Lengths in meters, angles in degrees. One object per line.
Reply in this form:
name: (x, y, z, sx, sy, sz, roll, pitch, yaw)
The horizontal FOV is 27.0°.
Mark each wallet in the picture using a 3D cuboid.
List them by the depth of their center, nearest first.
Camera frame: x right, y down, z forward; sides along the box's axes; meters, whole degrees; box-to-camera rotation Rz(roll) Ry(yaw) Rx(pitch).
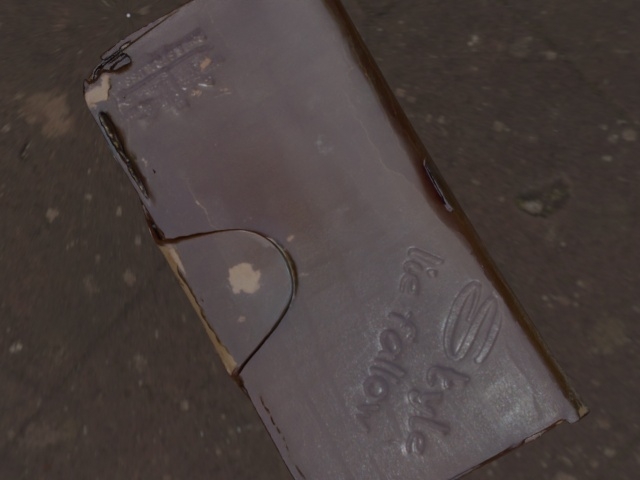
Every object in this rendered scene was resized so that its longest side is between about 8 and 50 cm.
wallet: (0.000, 0.000, 0.424, 0.095, 0.026, 0.176, -30, 85, 4)
